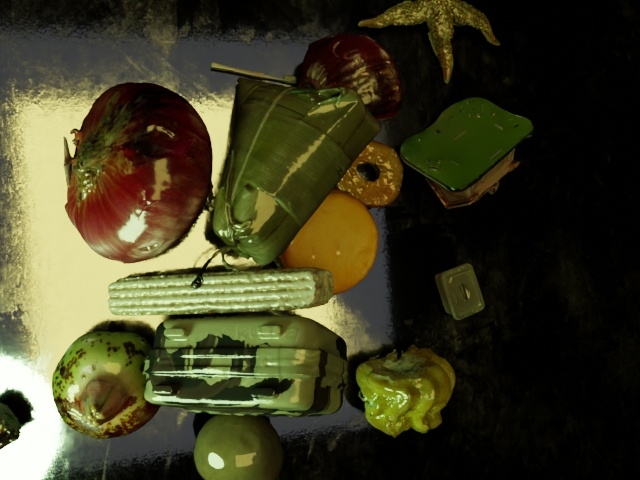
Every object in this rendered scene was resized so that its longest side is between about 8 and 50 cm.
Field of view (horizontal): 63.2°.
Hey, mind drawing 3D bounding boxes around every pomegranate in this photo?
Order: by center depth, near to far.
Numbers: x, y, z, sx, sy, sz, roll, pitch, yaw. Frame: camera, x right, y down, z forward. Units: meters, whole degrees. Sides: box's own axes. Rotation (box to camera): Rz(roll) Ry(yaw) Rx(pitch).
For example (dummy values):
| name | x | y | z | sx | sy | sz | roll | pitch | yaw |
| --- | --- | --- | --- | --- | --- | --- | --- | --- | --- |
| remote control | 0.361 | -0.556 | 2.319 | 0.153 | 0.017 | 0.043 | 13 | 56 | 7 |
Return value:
| name | x | y | z | sx | sy | sz | roll | pitch | yaw |
| --- | --- | --- | --- | --- | --- | --- | --- | --- | --- |
| pomegranate | -0.399 | 0.282 | 0.984 | 0.214 | 0.248 | 0.214 | -2 | 96 | -16 |

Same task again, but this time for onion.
| name | x | y | z | sx | sy | sz | roll | pitch | yaw |
| --- | --- | --- | --- | --- | --- | --- | --- | --- | --- |
| onion | -0.321 | -0.124 | 1.001 | 0.285 | 0.348 | 0.347 | 18 | 83 | -50 |
| onion | 0.069 | -0.350 | 1.141 | 0.216 | 0.207 | 0.206 | -18 | 97 | -20 |

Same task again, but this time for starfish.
| name | x | y | z | sx | sy | sz | roll | pitch | yaw |
| --- | --- | --- | --- | --- | --- | --- | --- | --- | --- |
| starfish | 0.269 | -0.555 | 1.263 | 0.358 | 0.078 | 0.347 | -26 | 98 | -13 |

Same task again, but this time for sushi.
| name | x | y | z | sx | sy | sz | roll | pitch | yaw |
| --- | --- | --- | --- | --- | --- | --- | --- | --- | --- |
| sushi | -0.637 | 0.360 | 0.999 | 0.084 | 0.094 | 0.098 | -35 | 97 | -14 |

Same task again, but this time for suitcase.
| name | x | y | z | sx | sy | sz | roll | pitch | yaw |
| --- | --- | --- | --- | --- | --- | --- | --- | --- | --- |
| suitcase | -0.124 | 0.244 | 1.020 | 0.351 | 0.339 | 0.194 | -4 | 69 | 19 |

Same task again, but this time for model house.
| name | x | y | z | sx | sy | sz | roll | pitch | yaw |
| --- | --- | --- | --- | --- | --- | --- | --- | --- | --- |
| model house | 0.345 | -0.193 | 1.258 | 0.294 | 0.154 | 0.207 | -38 | 55 | -20 |

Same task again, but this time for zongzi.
| name | x | y | z | sx | sy | sz | roll | pitch | yaw |
| --- | --- | --- | --- | --- | --- | --- | --- | --- | --- |
| zongzi | -0.147 | -0.123 | 1.000 | 0.447 | 0.418 | 0.181 | -53 | 141 | -11 |

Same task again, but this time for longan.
| name | x | y | z | sx | sy | sz | roll | pitch | yaw |
| --- | --- | --- | --- | --- | --- | --- | --- | --- | --- |
| longan | -0.166 | 0.439 | 1.082 | 0.189 | 0.189 | 0.189 | 0 | 89 | -14 |

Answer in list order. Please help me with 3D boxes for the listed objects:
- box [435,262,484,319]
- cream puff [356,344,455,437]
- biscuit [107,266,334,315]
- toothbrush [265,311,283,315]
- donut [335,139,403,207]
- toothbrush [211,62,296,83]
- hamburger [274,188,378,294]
| name | x | y | z | sx | sy | sz | roll | pitch | yaw |
| --- | --- | --- | --- | --- | --- | --- | --- | --- | --- |
| box | 0.335 | 0.122 | 1.270 | 0.089 | 0.062 | 0.122 | -20 | 95 | -14 |
| cream puff | 0.202 | 0.353 | 1.179 | 0.221 | 0.195 | 0.194 | -14 | 92 | -10 |
| biscuit | -0.189 | 0.098 | 1.002 | 0.426 | 0.144 | 0.078 | -4 | 87 | 17 |
| toothbrush | -0.053 | 0.207 | 1.189 | 0.269 | 0.021 | 0.027 | 33 | 69 | -12 |
| donut | 0.102 | -0.155 | 1.215 | 0.178 | 0.065 | 0.162 | 22 | 79 | -12 |
| toothbrush | -0.149 | -0.378 | 1.178 | 0.194 | 0.014 | 0.017 | 5 | 88 | -14 |
| hamburger | -0.002 | 0.000 | 1.131 | 0.246 | 0.170 | 0.246 | -4 | 101 | -22 |
